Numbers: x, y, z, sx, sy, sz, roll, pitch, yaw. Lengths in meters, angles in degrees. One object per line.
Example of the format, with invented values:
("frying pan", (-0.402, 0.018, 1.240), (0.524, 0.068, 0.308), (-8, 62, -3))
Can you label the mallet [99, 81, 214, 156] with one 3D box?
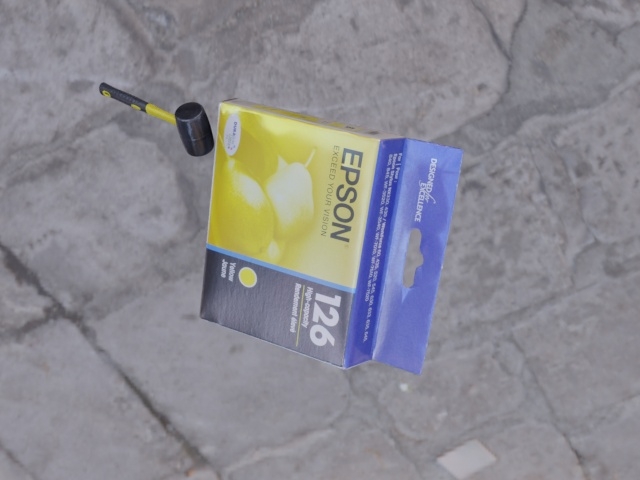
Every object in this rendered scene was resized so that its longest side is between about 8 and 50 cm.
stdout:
("mallet", (-0.204, -0.154, 1.174), (0.039, 0.190, 0.062), (-45, 137, -28))

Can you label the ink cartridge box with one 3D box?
("ink cartridge box", (0.000, 0.000, 1.191), (0.307, 0.072, 0.303), (16, 109, 24))
